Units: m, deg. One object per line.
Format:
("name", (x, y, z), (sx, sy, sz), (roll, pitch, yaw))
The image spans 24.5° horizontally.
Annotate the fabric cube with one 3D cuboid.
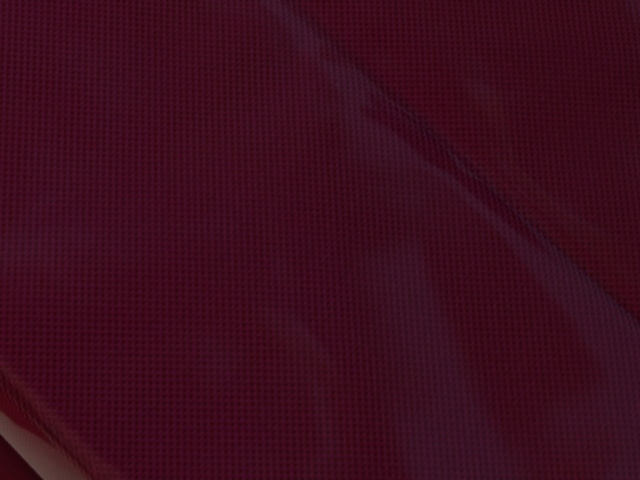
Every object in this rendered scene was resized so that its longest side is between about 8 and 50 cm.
("fabric cube", (0.000, 0.000, 0.492), (0.258, 0.259, 0.254), (44, -19, 8))
